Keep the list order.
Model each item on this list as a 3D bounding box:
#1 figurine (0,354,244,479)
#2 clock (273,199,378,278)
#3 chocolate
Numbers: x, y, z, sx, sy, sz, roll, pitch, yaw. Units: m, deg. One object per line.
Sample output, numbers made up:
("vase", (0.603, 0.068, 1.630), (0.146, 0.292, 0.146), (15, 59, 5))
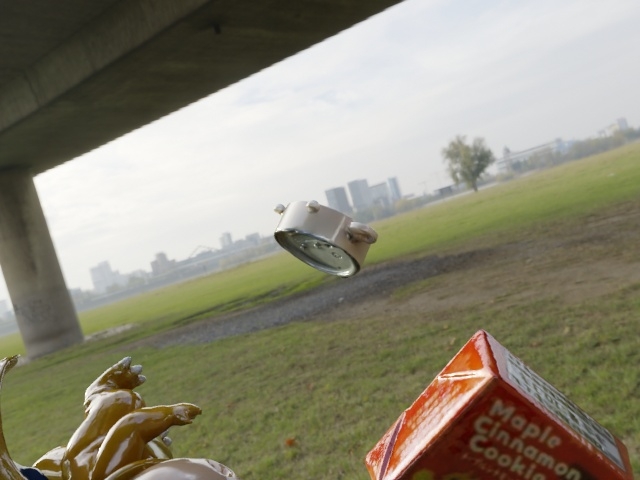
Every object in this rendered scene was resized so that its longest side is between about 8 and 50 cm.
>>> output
("figurine", (-0.215, 0.350, 0.656), (0.268, 0.400, 0.387), (-4, 28, -28))
("clock", (0.000, 0.000, 0.948), (0.156, 0.063, 0.229), (36, -23, -33))
("chocolate", (0.210, 0.272, 0.703), (0.234, 0.237, 0.108), (-50, -1, 10))
